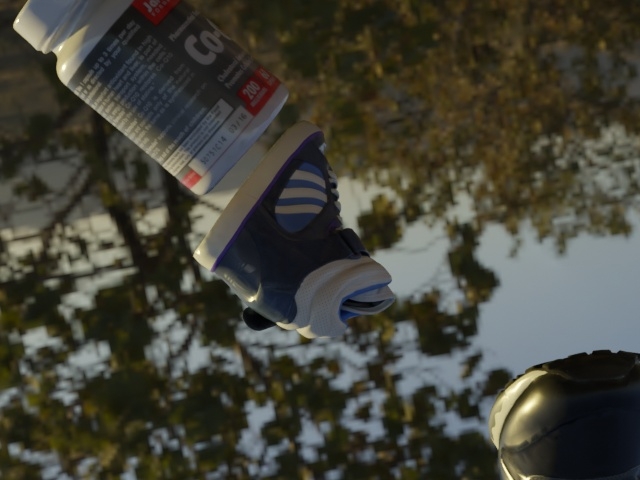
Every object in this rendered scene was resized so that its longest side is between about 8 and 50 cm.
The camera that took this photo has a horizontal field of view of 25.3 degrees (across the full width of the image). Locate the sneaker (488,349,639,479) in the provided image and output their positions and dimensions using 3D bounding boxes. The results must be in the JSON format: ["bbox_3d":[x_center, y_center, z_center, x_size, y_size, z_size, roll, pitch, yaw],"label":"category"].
[{"bbox_3d":[0.158,0.181,0.844,0.107,0.124,0.283,-6,140,-5],"label":"sneaker"}]

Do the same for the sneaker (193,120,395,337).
[{"bbox_3d":[0.000,0.000,1.806,0.130,0.236,0.323,-55,180,38],"label":"sneaker"}]

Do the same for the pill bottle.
[{"bbox_3d":[-0.190,-0.198,1.593,0.161,0.283,0.161,-49,-172,9],"label":"pill bottle"}]
